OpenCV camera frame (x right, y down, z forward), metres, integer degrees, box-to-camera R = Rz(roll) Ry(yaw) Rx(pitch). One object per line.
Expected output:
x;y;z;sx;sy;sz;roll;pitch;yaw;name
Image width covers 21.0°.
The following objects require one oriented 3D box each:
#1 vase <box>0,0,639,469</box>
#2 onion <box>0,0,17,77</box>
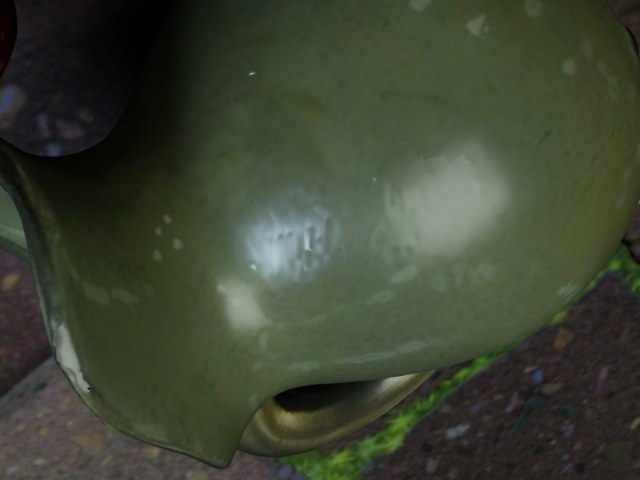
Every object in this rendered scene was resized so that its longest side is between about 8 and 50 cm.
0.000;0.000;0.860;0.302;0.241;0.329;-35;145;-13;vase
-0.190;-0.101;0.766;0.118;0.118;0.117;-29;151;-3;onion
